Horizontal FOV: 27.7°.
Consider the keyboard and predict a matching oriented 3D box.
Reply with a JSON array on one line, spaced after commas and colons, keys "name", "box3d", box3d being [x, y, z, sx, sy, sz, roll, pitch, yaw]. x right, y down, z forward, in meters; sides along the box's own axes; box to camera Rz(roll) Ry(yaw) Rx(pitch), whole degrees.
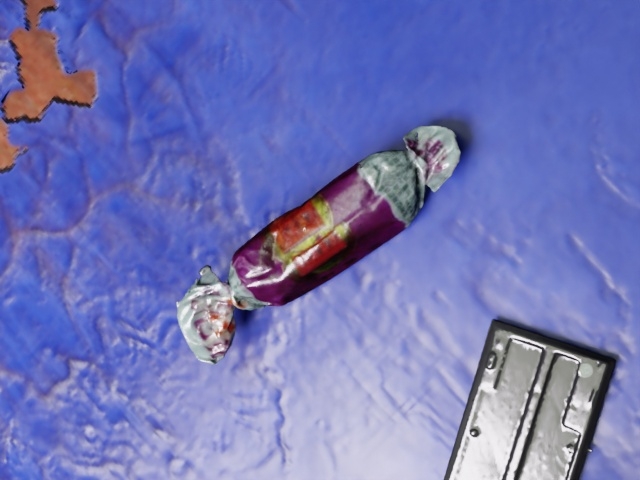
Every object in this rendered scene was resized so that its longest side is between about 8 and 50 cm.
[{"name": "keyboard", "box3d": [0.088, 0.146, 0.652, 0.067, 0.011, 0.202, 18, 95, 19]}]

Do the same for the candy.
[{"name": "candy", "box3d": [0.000, 0.000, 0.666, 0.175, 0.043, 0.045, -35, 82, 10]}]
